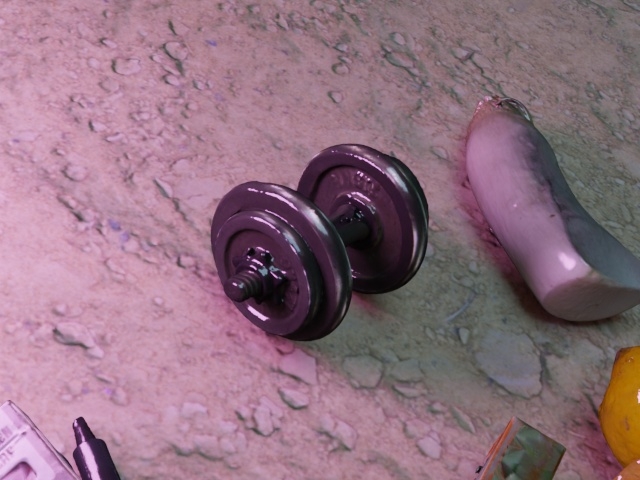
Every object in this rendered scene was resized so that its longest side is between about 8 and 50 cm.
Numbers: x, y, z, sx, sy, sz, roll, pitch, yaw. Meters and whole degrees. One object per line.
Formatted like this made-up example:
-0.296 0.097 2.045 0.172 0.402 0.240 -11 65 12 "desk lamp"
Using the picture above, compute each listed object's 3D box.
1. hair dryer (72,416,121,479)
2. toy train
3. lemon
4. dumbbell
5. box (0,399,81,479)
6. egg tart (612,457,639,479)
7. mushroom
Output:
-0.194 0.262 0.963 0.128 0.070 0.255 -9 44 -32 "hair dryer"
0.187 0.267 1.102 0.072 0.099 0.188 34 41 8 "toy train"
0.414 0.207 1.218 0.193 0.180 0.180 25 41 -16 "lemon"
0.000 0.000 1.216 0.192 0.192 0.290 43 45 19 "dumbbell"
-0.217 0.292 0.834 0.180 0.047 0.325 -42 61 -15 "box"
0.377 0.312 1.054 0.202 0.147 0.202 0 86 -2 "egg tart"
0.291 -0.065 1.475 0.177 0.126 0.397 5 44 -36 "mushroom"
